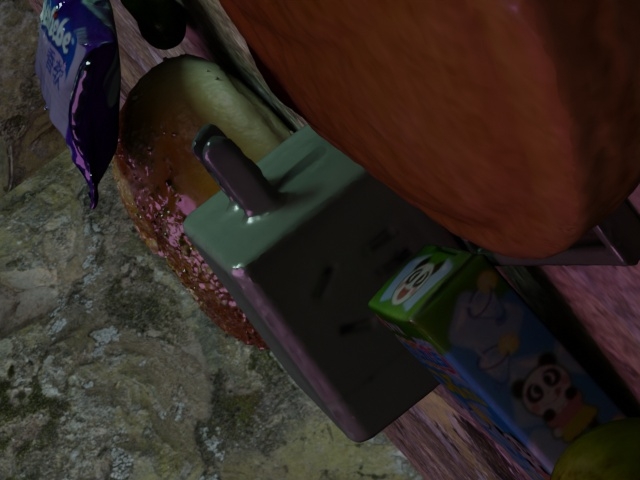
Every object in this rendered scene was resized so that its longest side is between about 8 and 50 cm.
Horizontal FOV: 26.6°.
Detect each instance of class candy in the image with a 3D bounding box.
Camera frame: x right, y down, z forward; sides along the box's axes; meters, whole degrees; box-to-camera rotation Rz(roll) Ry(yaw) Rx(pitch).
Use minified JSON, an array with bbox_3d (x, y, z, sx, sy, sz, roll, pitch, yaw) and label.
[{"bbox_3d":[0.122,0.090,0.811,0.194,0.062,0.097,47,174,-11],"label":"candy"},{"bbox_3d":[-0.213,-0.166,1.186,0.275,0.070,0.145,-109,23,-46],"label":"candy"}]

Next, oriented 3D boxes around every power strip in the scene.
[{"bbox_3d":[0.000,0.000,0.922,0.224,0.140,0.139,56,173,-25],"label":"power strip"}]

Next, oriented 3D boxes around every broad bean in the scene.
[{"bbox_3d":[-0.180,-0.250,1.179,0.144,0.049,0.292,52,175,26],"label":"broad bean"}]

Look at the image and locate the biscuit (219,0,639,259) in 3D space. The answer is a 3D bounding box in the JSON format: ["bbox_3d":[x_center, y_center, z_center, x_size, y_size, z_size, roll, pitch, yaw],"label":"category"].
[{"bbox_3d":[-0.040,-0.180,0.463,0.455,0.078,0.350,55,166,-14],"label":"biscuit"}]

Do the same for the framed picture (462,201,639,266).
[{"bbox_3d":[0.022,-0.117,0.667,0.324,0.020,0.240,53,173,-3],"label":"framed picture"}]

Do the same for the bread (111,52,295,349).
[{"bbox_3d":[-0.079,-0.023,1.238,0.305,0.159,0.305,50,174,8],"label":"bread"}]

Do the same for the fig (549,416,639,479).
[{"bbox_3d":[0.173,0.157,0.659,0.153,0.121,0.136,46,-168,-3],"label":"fig"}]
